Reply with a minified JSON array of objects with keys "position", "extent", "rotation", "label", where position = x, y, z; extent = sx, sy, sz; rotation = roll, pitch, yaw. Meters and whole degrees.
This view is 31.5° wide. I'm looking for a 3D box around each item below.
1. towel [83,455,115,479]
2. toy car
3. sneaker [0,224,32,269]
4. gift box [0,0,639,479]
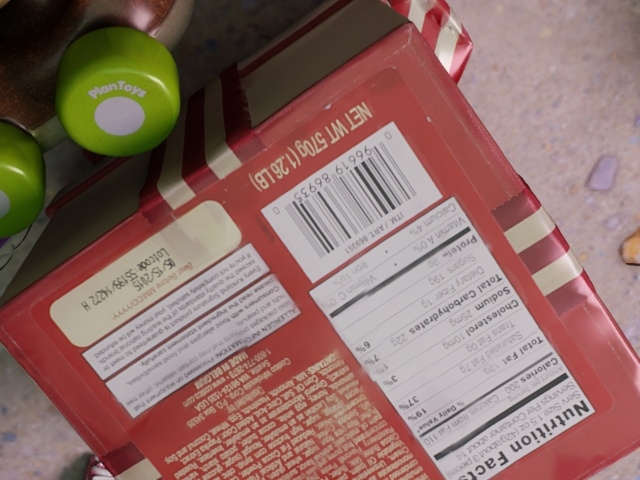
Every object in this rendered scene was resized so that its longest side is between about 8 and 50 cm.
[{"position":[-0.118,0.240,0.832],"extent":[0.144,0.029,0.197],"rotation":[8,120,-20],"label":"towel"},{"position":[-0.160,-0.125,0.480],"extent":[0.149,0.155,0.188],"rotation":[-29,133,18],"label":"toy car"},{"position":[-0.244,0.005,0.635],"extent":[0.170,0.068,0.071],"rotation":[-20,117,-2],"label":"sneaker"},{"position":[0.000,0.000,0.592],"extent":[0.255,0.258,0.276],"rotation":[-30,105,5],"label":"gift box"}]
